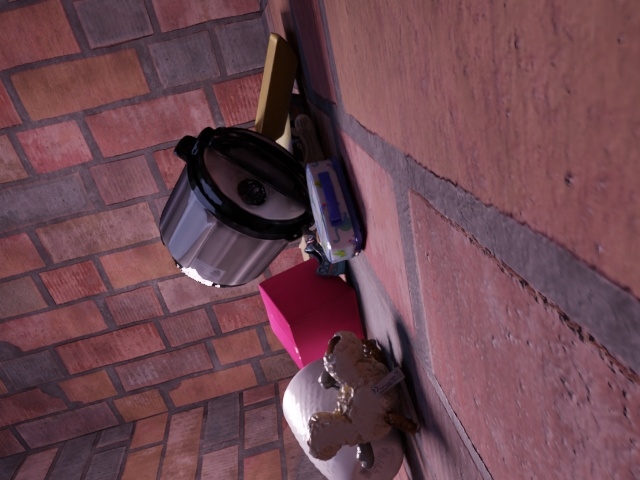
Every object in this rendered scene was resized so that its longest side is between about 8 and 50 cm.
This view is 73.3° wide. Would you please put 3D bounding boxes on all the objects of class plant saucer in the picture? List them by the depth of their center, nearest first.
[{"bbox_3d":[-0.145,-0.488,1.400,0.332,0.081,0.333,-109,30,-62],"label":"plant saucer"}]

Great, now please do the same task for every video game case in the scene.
[{"bbox_3d":[0.181,0.340,0.913,0.087,0.011,0.122,79,175,-56],"label":"video game case"}]

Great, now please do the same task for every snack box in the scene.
[{"bbox_3d":[-0.099,-0.320,1.457,0.187,0.060,0.322,120,149,-53],"label":"snack box"}]

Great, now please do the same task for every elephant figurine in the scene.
[{"bbox_3d":[0.123,0.403,1.092,0.239,0.186,0.169,44,-163,30],"label":"elephant figurine"}]

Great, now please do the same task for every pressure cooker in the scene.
[{"bbox_3d":[-0.220,-0.106,1.221,0.420,0.370,0.375,-47,62,40],"label":"pressure cooker"}]

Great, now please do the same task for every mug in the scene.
[{"bbox_3d":[0.098,0.576,1.266,0.374,0.276,0.328,60,166,-28],"label":"mug"}]

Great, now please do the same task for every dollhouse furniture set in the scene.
[{"bbox_3d":[0.013,0.011,1.648,0.183,0.129,0.129,113,150,-43],"label":"dollhouse furniture set"}]

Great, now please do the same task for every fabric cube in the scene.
[{"bbox_3d":[-0.030,0.256,1.518,0.258,0.254,0.259,40,149,50],"label":"fabric cube"}]

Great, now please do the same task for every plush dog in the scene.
[{"bbox_3d":[0.104,0.335,0.921,0.225,0.211,0.262,31,-108,-75],"label":"plush dog"}]

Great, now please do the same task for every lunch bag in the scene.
[{"bbox_3d":[0.030,-0.067,0.978,0.176,0.090,0.219,81,174,-71],"label":"lunch bag"}]

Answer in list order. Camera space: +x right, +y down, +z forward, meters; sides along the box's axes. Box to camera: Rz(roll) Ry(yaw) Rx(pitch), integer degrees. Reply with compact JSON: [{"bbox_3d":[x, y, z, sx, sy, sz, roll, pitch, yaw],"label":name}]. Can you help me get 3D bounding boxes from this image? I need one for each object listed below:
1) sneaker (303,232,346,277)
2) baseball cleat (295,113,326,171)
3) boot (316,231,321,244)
[{"bbox_3d":[0.000,0.000,1.464,0.104,0.125,0.262,107,148,-65],"label":"sneaker"},{"bbox_3d":[-0.020,-0.275,1.281,0.109,0.072,0.206,-65,-35,-69],"label":"baseball cleat"},{"bbox_3d":[0.024,-0.101,1.303,0.207,0.090,0.248,171,89,-73],"label":"boot"}]
